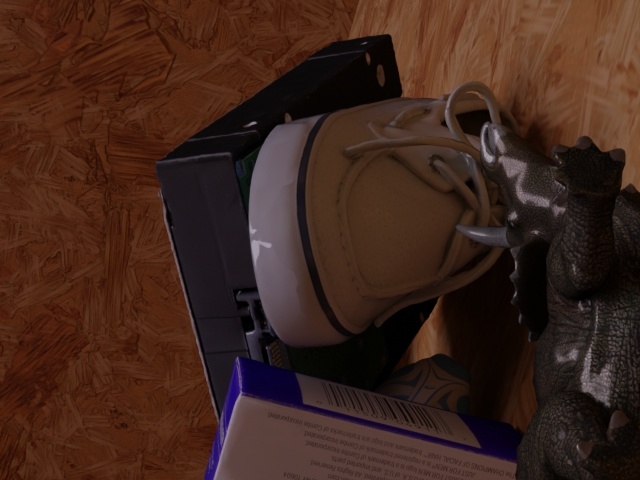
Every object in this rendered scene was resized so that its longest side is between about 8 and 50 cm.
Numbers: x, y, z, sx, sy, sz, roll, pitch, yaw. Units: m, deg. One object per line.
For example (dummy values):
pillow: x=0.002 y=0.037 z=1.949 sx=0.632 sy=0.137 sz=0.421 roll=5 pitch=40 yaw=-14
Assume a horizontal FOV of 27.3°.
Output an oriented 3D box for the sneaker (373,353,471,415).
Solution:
sneaker: x=0.063 y=0.173 z=0.947 sx=0.086 sy=0.085 sz=0.237 roll=-38 pitch=-26 yaw=-35

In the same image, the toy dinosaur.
toy dinosaur: x=0.125 y=0.064 z=0.546 sx=0.160 sy=0.121 sz=0.314 roll=90 pitch=-177 yaw=-57

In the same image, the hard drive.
hard drive: x=0.000 y=0.000 z=0.967 sx=0.339 sy=0.064 sz=0.237 roll=-49 pitch=-51 yaw=-61

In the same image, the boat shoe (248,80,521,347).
boat shoe: x=0.077 y=-0.031 z=0.847 sx=0.367 sy=0.156 sz=0.136 roll=-34 pitch=-68 yaw=-69

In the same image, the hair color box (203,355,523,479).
hair color box: x=-0.005 y=0.259 z=0.788 sx=0.110 sy=0.185 sz=0.339 roll=-128 pitch=54 yaw=-83
